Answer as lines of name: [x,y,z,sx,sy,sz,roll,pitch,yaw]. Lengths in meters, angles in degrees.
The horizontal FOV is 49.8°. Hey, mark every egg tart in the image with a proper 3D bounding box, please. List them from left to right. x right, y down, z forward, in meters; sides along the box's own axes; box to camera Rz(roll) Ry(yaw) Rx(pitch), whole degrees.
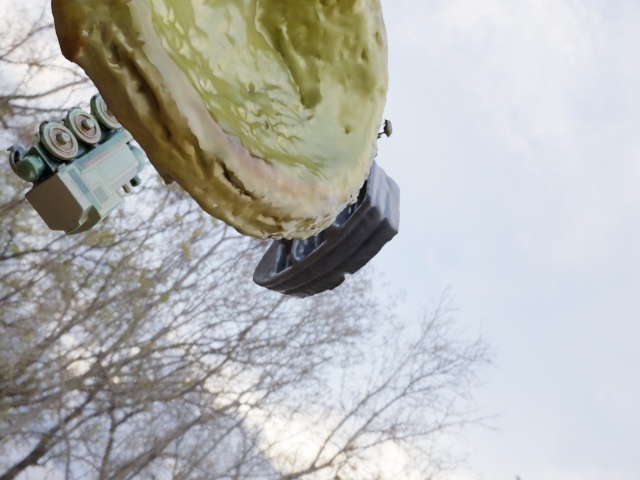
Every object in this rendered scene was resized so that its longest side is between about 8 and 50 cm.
egg tart: [-0.063,-0.146,0.473,0.120,0.315,0.315,-8,-64,35]

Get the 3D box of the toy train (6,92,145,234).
toy train: [-0.274,-0.092,0.813,0.080,0.194,0.125,-24,-73,26]

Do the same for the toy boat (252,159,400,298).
toy boat: [0.000,0.000,0.963,0.078,0.127,0.283,28,-44,-24]
